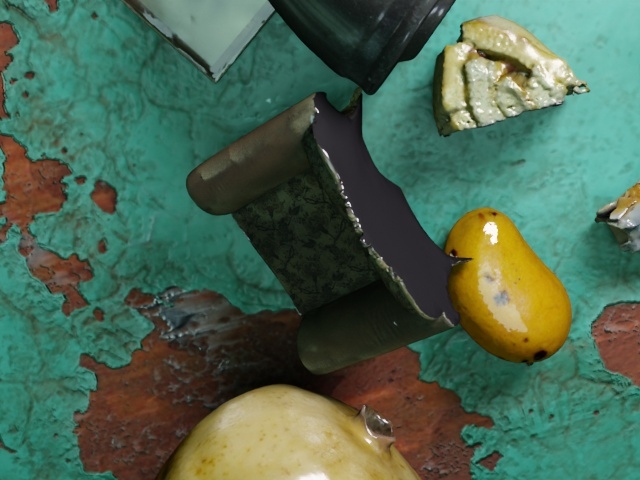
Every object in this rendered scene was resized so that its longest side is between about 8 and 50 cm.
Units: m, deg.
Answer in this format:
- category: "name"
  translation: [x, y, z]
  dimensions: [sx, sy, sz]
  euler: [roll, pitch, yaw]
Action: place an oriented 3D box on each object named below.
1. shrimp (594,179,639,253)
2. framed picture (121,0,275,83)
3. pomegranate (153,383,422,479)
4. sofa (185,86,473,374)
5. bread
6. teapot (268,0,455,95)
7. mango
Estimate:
- category: "shrimp"
  translation: [0.456, -0.001, 0.914]
  dimensions: [0.287, 0.068, 0.185]
  euler: [37, 108, -17]
- category: "framed picture"
  translation: [-0.101, -0.306, 0.883]
  dimensions: [0.173, 0.010, 0.231]
  euler: [42, 103, -8]
- category: "pomegranate"
  translation: [-0.024, 0.311, 0.887]
  dimensions: [0.333, 0.332, 0.332]
  euler: [1, 105, 3]
- category: "sofa"
  translation: [0.000, 0.000, 0.842]
  dimensions: [0.200, 0.182, 0.258]
  euler: [-25, 103, 34]
- category: "bread"
  translation: [0.184, -0.176, 0.862]
  dimensions: [0.156, 0.103, 0.110]
  euler: [-16, 92, 2]
- category: "teapot"
  translation: [0.053, -0.322, 0.754]
  dimensions: [0.239, 0.239, 0.321]
  euler: [35, 105, -3]
- category: "mango"
  translation: [0.196, 0.055, 0.921]
  dimensions: [0.115, 0.090, 0.178]
  euler: [-39, 96, 1]
